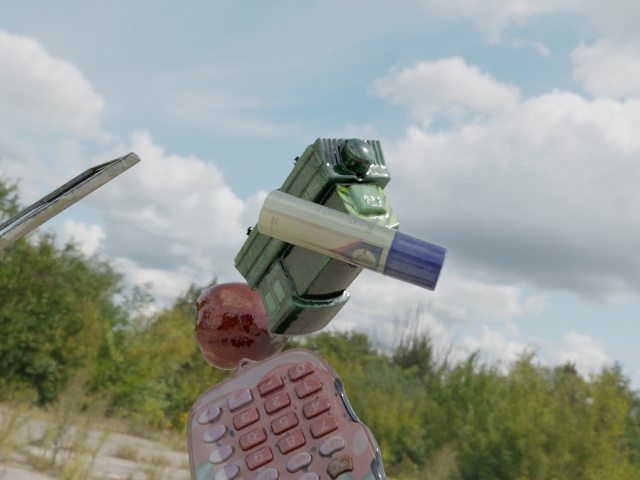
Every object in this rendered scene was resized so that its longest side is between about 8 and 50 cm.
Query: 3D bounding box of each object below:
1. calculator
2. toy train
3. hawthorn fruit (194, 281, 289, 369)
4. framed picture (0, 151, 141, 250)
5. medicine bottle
[{"bbox_3d":[-0.037,0.274,0.918,0.220,0.330,0.048,-26,-35,2],"label":"calculator"},{"bbox_3d":[0.000,0.000,1.176,0.138,0.178,0.330,-2,-35,-36],"label":"toy train"},{"bbox_3d":[-0.151,0.166,1.592,0.202,0.185,0.185,-9,-20,19],"label":"hawthorn fruit"},{"bbox_3d":[-0.377,-0.023,1.002,0.020,0.289,0.211,59,-25,-15],"label":"framed picture"},{"bbox_3d":[0.039,-0.001,0.976,0.230,0.059,0.059,19,-12,11],"label":"medicine bottle"}]
